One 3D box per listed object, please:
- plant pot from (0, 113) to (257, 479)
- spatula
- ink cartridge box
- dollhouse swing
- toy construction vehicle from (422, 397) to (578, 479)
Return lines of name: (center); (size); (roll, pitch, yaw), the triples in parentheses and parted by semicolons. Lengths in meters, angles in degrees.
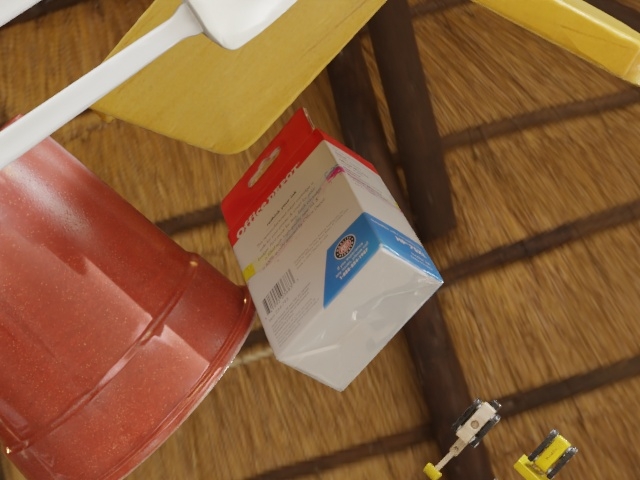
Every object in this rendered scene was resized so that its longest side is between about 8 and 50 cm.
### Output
plant pot: (-0.243, 0.051, 1.063); (0.272, 0.272, 0.265); (-41, -75, 12)
spatula: (-0.129, -0.147, 0.649); (0.242, 0.019, 0.168); (-39, -72, -19)
ink cartridge box: (0.000, 0.000, 1.044); (0.078, 0.231, 0.134); (30, -69, -34)
dollhouse swing: (0.047, -0.141, 0.966); (0.305, 0.347, 0.315); (41, -75, -8)
toy construction vehicle: (0.139, 0.171, 0.943); (0.086, 0.035, 0.098); (41, -81, 15)
